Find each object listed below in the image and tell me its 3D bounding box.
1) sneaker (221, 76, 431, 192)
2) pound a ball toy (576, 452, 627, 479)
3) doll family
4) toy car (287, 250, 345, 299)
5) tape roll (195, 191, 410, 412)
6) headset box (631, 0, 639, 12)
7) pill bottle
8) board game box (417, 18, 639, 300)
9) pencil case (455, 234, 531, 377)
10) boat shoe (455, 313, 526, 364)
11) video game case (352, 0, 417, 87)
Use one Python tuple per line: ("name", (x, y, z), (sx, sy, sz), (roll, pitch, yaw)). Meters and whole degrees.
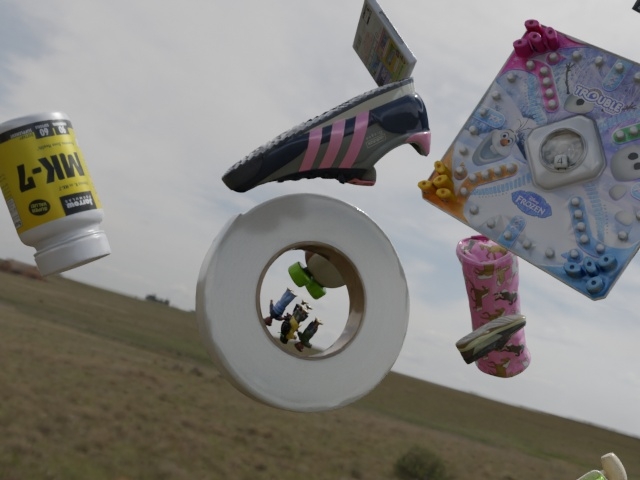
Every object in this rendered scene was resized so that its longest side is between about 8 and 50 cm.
("sneaker", (0.016, -0.120, 1.154), (0.318, 0.131, 0.112), (-25, 13, 0))
("pound a ball toy", (0.593, 0.647, 1.824), (0.136, 0.319, 0.208), (55, 10, 14))
("doll family", (-0.073, 0.198, 1.928), (0.076, 0.111, 0.193), (30, 11, -28))
("toy car", (0.000, 0.000, 1.681), (0.149, 0.155, 0.188), (43, 18, -54))
("tape roll", (-0.026, 0.107, 1.390), (0.391, 0.392, 0.072), (19, -14, -19))
("headset box", (0.677, -0.451, 1.247), (0.110, 0.293, 0.218), (8, 29, -34))
("pill bottle", (-0.372, -0.063, 1.086), (0.119, 0.209, 0.119), (-21, 1, 0))
("board game box", (0.417, -0.157, 1.355), (0.390, 0.390, 0.050), (35, 3, 32))
("pencil case", (0.452, 0.172, 2.041), (0.167, 0.386, 0.160), (-32, 31, -33))
("boat shoe", (0.317, 0.181, 1.449), (0.152, 0.049, 0.056), (-21, 8, -18))
("video game case", (0.145, -0.437, 1.833), (0.193, 0.023, 0.212), (59, -15, 12))
